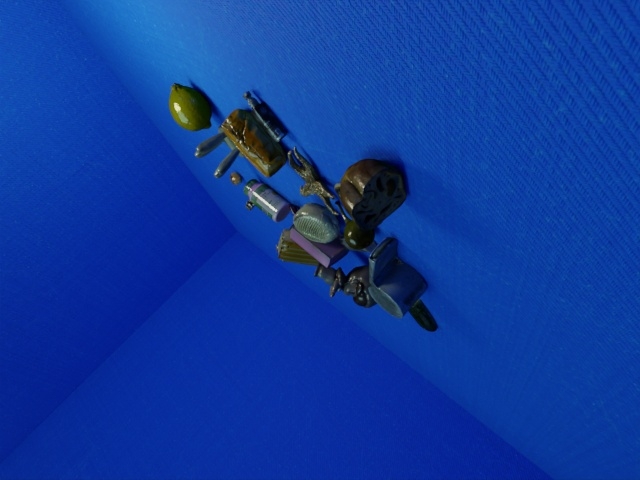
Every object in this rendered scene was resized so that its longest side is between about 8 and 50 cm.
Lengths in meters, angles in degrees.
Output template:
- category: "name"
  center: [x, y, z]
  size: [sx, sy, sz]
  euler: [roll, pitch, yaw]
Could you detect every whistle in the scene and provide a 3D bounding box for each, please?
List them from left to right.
- category: "whistle"
  center: [0.288, 0.150, 1.700]
  size: [0.188, 0.168, 0.405]
  euler: [19, 147, 56]

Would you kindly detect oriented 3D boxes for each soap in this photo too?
- category: "soap"
  center: [0.000, 0.001, 2.012]
  size: [0.259, 0.181, 0.081]
  euler: [37, 133, 20]

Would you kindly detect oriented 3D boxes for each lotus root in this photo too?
- category: "lotus root"
  center: [0.131, -0.161, 1.226]
  size: [0.180, 0.188, 0.199]
  euler: [50, 174, 37]

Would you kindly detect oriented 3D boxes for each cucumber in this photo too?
- category: "cucumber"
  center: [0.489, 0.371, 1.995]
  size: [0.244, 0.063, 0.115]
  euler: [49, 166, -25]

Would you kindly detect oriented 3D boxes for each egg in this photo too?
- category: "egg"
  center: [-0.531, -0.389, 2.582]
  size: [0.083, 0.071, 0.071]
  euler: [63, 164, -2]

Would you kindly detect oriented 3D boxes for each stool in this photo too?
- category: "stool"
  center: [-0.501, -0.445, 2.081]
  size: [0.195, 0.199, 0.195]
  euler: [45, 165, -15]

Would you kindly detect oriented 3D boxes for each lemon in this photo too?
- category: "lemon"
  center: [-0.617, -0.620, 1.935]
  size: [0.248, 0.184, 0.184]
  euler: [51, 164, -29]

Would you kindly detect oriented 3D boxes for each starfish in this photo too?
- category: "starfish"
  center: [-0.022, -0.231, 1.661]
  size: [0.302, 0.060, 0.299]
  euler: [45, 161, 20]

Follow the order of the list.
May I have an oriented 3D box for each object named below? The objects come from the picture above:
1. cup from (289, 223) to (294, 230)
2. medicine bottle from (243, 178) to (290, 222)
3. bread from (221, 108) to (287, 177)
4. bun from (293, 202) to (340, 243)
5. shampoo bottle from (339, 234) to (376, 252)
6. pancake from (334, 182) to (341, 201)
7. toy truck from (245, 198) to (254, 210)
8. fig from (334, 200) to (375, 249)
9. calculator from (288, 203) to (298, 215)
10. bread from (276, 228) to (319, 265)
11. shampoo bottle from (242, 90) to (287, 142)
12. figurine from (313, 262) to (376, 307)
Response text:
- category: "cup"
  center: [-0.072, -0.017, 2.316]
  size: [0.176, 0.131, 0.155]
  euler: [7, 151, 35]
- category: "medicine bottle"
  center: [-0.301, -0.227, 2.285]
  size: [0.274, 0.133, 0.133]
  euler: [38, 165, 19]
- category: "bread"
  center: [-0.270, -0.402, 1.704]
  size: [0.294, 0.132, 0.167]
  euler: [44, 167, -5]
- category: "bun"
  center: [-0.009, -0.092, 1.870]
  size: [0.220, 0.134, 0.221]
  euler: [18, 147, 12]
- category: "shampoo bottle"
  center: [0.166, 0.013, 1.854]
  size: [0.086, 0.056, 0.227]
  euler: [46, 166, -16]
- category: "pancake"
  center: [0.110, -0.159, 1.578]
  size: [0.151, 0.025, 0.152]
  euler: [40, 164, 14]
- category: "toy truck"
  center: [-0.418, -0.244, 2.581]
  size: [0.052, 0.123, 0.063]
  euler: [42, 172, 5]
- category: "fig"
  center: [0.123, -0.065, 1.675]
  size: [0.236, 0.124, 0.124]
  euler: [53, 171, 27]
- category: "calculator"
  center: [-0.101, -0.119, 2.178]
  size: [0.190, 0.034, 0.127]
  euler: [45, -175, -11]
- category: "bread"
  center: [-0.107, 0.033, 2.182]
  size: [0.245, 0.111, 0.239]
  euler: [7, 152, -9]
- category: "shampoo bottle"
  center: [-0.208, -0.460, 1.520]
  size: [0.208, 0.057, 0.063]
  euler: [48, 166, -19]
- category: "figurine"
  center: [0.155, 0.201, 2.021]
  size: [0.380, 0.203, 0.248]
  euler: [18, 163, -1]
